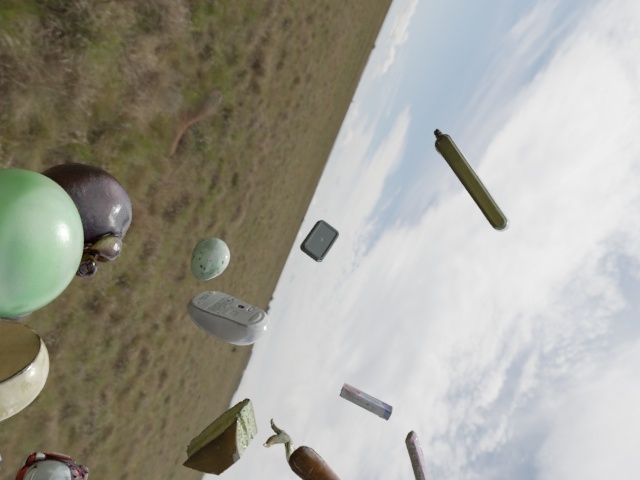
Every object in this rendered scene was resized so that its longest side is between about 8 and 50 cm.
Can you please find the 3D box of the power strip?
[{"bbox_3d":[0.459,-0.193,1.608,0.066,0.388,0.092,-35,164,19],"label":"power strip"}]

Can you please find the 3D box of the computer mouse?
[{"bbox_3d":[-0.322,0.281,1.814,0.184,0.296,0.121,-49,152,-64],"label":"computer mouse"}]

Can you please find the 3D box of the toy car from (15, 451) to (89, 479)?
[{"bbox_3d":[-0.558,0.500,1.073,0.112,0.139,0.112,141,-41,-57],"label":"toy car"}]

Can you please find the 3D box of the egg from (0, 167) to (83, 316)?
[{"bbox_3d":[-0.513,0.005,0.858,0.270,0.220,0.220,-50,-168,26],"label":"egg"}]

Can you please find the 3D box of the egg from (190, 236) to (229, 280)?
[{"bbox_3d":[-0.391,0.065,1.801,0.164,0.131,0.131,-48,-171,12],"label":"egg"}]

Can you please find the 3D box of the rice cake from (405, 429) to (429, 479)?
[{"bbox_3d":[0.254,0.590,1.328,0.047,0.036,0.207,-25,101,-77],"label":"rice cake"}]

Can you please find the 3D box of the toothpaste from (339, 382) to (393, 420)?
[{"bbox_3d":[0.163,0.577,1.852,0.040,0.196,0.047,-66,174,13],"label":"toothpaste"}]

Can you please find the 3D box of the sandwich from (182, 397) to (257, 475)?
[{"bbox_3d":[-0.223,0.468,1.201,0.258,0.096,0.094,-45,-173,34],"label":"sandwich"}]

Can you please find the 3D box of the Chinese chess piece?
[{"bbox_3d":[-0.721,0.277,1.098,0.257,0.257,0.104,-76,175,-63],"label":"Chinese chess piece"}]

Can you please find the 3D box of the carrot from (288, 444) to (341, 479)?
[{"bbox_3d":[0.008,0.444,0.950,0.055,0.161,0.055,-36,144,-31],"label":"carrot"}]

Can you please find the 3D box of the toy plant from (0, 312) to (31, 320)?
[{"bbox_3d":[-1.044,0.194,1.537,0.279,0.400,0.186,15,62,-65],"label":"toy plant"}]

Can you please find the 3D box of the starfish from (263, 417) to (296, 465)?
[{"bbox_3d":[-0.107,0.665,1.666,0.053,0.176,0.208,-43,-171,2],"label":"starfish"}]

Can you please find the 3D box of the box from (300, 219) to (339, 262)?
[{"bbox_3d":[0.000,0.000,1.666,0.126,0.091,0.031,-54,-174,-19],"label":"box"}]

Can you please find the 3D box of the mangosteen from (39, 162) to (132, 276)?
[{"bbox_3d":[-0.638,-0.056,1.373,0.297,0.293,0.297,-56,178,-3],"label":"mangosteen"}]
